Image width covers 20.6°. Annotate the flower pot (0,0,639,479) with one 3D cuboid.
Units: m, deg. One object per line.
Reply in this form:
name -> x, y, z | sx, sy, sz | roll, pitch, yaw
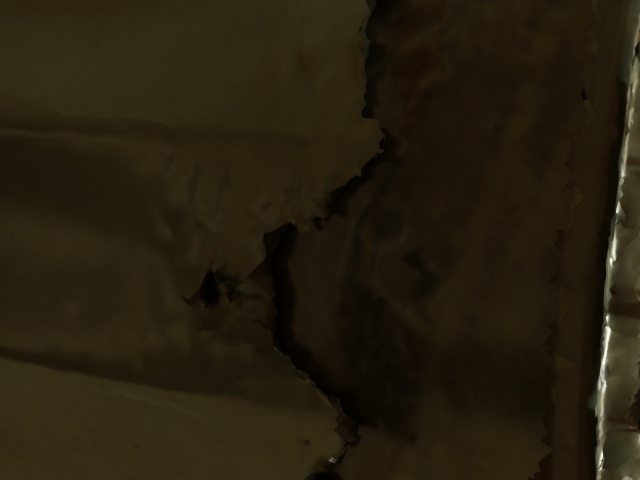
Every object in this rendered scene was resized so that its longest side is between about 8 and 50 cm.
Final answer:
flower pot -> 0.000, 0.000, 0.466 | 0.290, 0.259, 0.290 | 5, 90, -69
